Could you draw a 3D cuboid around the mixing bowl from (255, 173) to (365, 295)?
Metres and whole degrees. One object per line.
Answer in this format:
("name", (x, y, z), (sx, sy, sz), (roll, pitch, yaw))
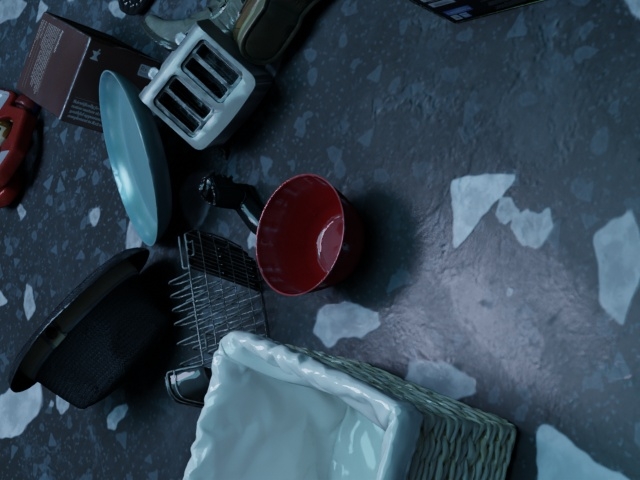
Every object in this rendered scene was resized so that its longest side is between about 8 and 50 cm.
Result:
("mixing bowl", (0.000, 0.000, 1.548), (0.181, 0.098, 0.181), (-14, 70, 42))

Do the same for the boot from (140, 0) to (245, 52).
("boot", (-0.212, -0.397, 1.880), (0.246, 0.083, 0.161), (37, 96, 41))

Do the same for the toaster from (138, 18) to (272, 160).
("toaster", (-0.188, -0.252, 1.741), (0.185, 0.110, 0.168), (43, 107, 2))

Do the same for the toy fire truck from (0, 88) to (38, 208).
("toy fire truck", (-0.733, -0.225, 2.285), (0.302, 0.169, 0.254), (15, 72, 44))

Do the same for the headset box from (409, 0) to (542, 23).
("headset box", (0.244, -0.469, 1.402), (0.246, 0.131, 0.283), (-7, 76, 43))

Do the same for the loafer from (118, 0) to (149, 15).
("loafer", (-0.342, -0.551, 2.040), (0.078, 0.076, 0.223), (-103, 31, -73))

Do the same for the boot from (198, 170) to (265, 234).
("boot", (-0.139, -0.059, 1.696), (0.045, 0.099, 0.121), (-48, 51, 27))

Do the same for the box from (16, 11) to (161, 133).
("box", (-0.451, -0.318, 2.011), (0.203, 0.168, 0.167), (33, 103, 44))

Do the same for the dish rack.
("dish rack", (-0.155, 0.122, 1.602), (0.074, 0.208, 0.271), (-22, 65, 26))

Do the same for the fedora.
("fedora", (-0.376, 0.173, 1.806), (0.152, 0.334, 0.334), (43, 115, 3))

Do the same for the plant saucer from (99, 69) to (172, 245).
("plant saucer", (-0.324, -0.147, 1.841), (0.317, 0.043, 0.317), (165, 90, -69))

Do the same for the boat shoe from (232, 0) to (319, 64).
("boat shoe", (-0.039, -0.430, 1.682), (0.307, 0.111, 0.104), (-44, 39, 18))

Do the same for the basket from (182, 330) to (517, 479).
("basket", (0.024, 0.318, 1.330), (0.328, 0.266, 0.331), (17, 93, 45))
